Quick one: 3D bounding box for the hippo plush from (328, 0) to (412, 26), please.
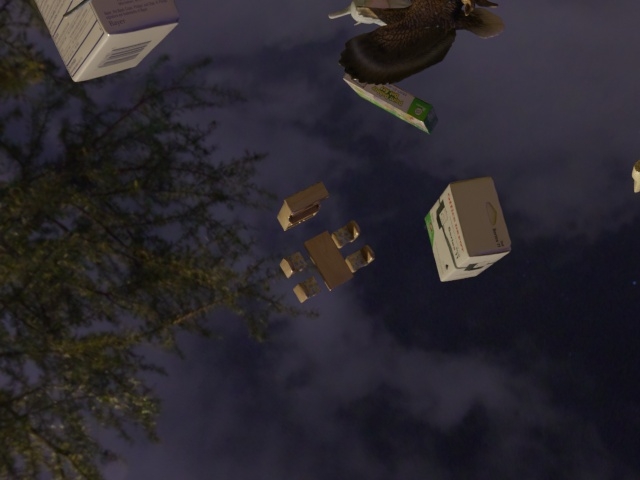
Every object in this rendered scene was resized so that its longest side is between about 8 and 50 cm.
[{"bbox_3d":[0.212,-0.819,1.901,0.294,0.234,0.237,32,-65,57],"label":"hippo plush"}]

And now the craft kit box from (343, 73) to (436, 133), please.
[{"bbox_3d":[0.202,-0.388,1.630,0.246,0.250,0.061,35,-80,11],"label":"craft kit box"}]

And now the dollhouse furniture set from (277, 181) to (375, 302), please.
[{"bbox_3d":[0.000,0.000,1.494,0.212,0.161,0.242,-28,-97,-18],"label":"dollhouse furniture set"}]

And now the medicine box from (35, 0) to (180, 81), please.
[{"bbox_3d":[-0.425,-0.485,1.092,0.149,0.290,0.263,-29,-168,-33],"label":"medicine box"}]

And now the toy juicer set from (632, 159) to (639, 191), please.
[{"bbox_3d":[0.692,-0.239,1.176,0.089,0.329,0.209,11,-162,26],"label":"toy juicer set"}]

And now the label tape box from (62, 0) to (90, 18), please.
[{"bbox_3d":[-0.061,-0.327,0.451,0.333,0.106,0.241,-15,-144,24],"label":"label tape box"}]

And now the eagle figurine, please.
[{"bbox_3d":[0.201,-0.461,1.217,0.298,0.226,0.225,-31,-103,46],"label":"eagle figurine"}]

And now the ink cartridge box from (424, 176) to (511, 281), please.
[{"bbox_3d":[0.286,-0.017,1.169,0.086,0.208,0.153,-9,-106,-6],"label":"ink cartridge box"}]
